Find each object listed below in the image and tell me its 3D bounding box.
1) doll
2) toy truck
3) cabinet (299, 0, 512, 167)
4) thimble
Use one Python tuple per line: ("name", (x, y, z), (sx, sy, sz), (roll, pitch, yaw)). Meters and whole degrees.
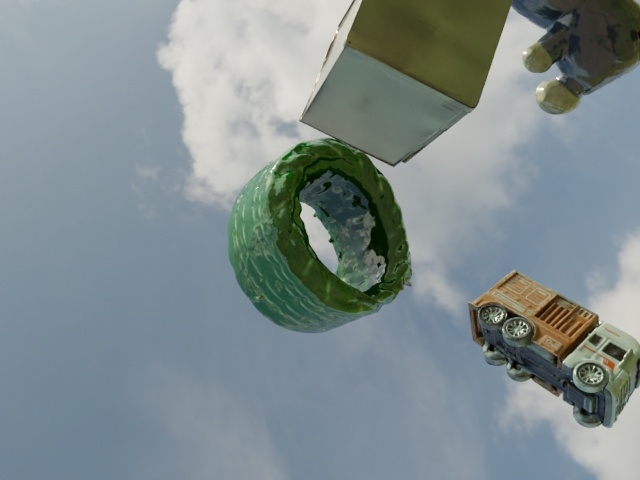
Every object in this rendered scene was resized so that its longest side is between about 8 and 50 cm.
("doll", (0.348, -0.330, 0.964), (0.228, 0.154, 0.259), (-30, -93, -23))
("toy truck", (0.427, 0.186, 1.254), (0.162, 0.305, 0.136), (-38, -44, -20))
("cabinet", (0.088, -0.199, 0.782), (0.150, 0.206, 0.145), (24, -106, -9))
("thimble", (0.000, 0.000, 0.492), (0.130, 0.090, 0.118), (46, -125, -10))
